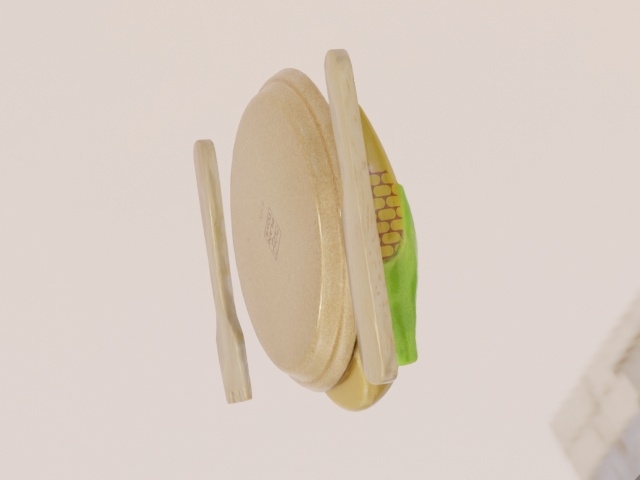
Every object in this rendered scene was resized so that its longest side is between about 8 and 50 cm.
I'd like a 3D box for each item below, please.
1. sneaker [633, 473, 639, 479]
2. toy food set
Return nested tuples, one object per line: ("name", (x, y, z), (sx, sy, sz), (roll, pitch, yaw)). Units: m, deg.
("sneaker", (0.164, 0.100, 0.495), (0.086, 0.163, 0.226), (8, -58, -49))
("toy food set", (0.000, 0.000, 0.733), (0.038, 0.192, 0.132), (-6, -94, -20))
